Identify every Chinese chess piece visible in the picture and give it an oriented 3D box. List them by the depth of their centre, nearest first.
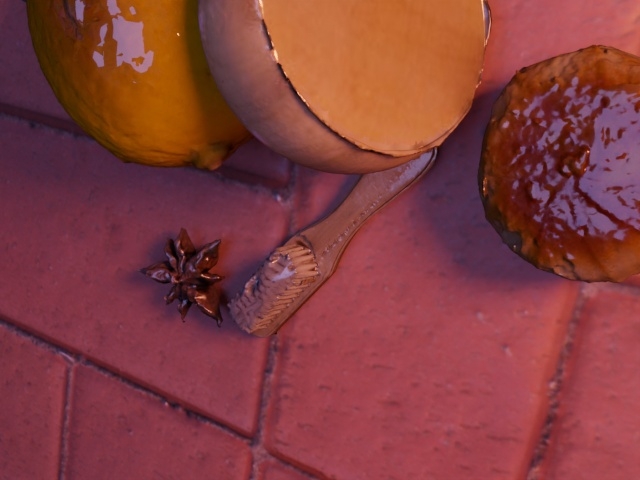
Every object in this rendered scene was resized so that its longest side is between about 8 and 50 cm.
[{"bbox_3d":[0.025,-0.183,0.565,0.104,0.257,0.257,-3,100,54],"label":"Chinese chess piece"}]

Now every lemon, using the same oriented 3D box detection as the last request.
[{"bbox_3d":[-0.152,-0.210,0.661,0.260,0.261,0.284,-54,56,26],"label":"lemon"}]

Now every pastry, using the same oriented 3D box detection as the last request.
[{"bbox_3d":[0.225,-0.064,0.576,0.182,0.093,0.192,26,113,24],"label":"pastry"}]

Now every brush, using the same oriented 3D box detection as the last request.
[{"bbox_3d":[0.000,0.000,0.732,0.327,0.065,0.070,-46,76,27],"label":"brush"}]

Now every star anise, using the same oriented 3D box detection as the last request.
[{"bbox_3d":[-0.174,0.044,0.836,0.129,0.056,0.124,9,106,27],"label":"star anise"}]
